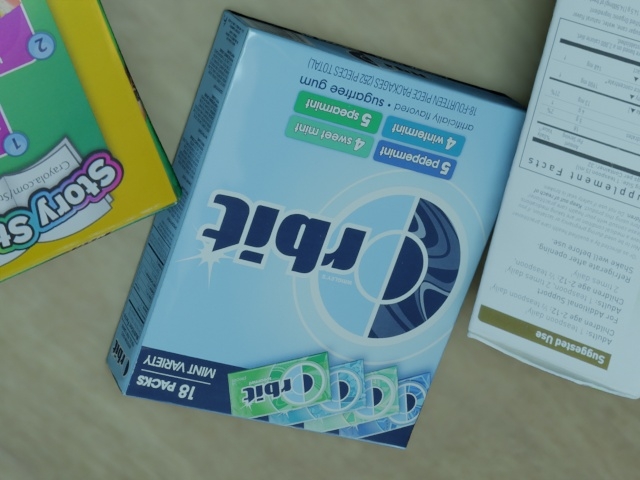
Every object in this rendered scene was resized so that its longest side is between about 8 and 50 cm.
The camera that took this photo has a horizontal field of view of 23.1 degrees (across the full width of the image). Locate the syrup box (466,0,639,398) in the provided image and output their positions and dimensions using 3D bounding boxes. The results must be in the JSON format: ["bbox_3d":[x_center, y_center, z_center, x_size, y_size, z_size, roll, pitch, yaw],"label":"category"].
[{"bbox_3d":[0.154,-0.054,0.743,0.093,0.096,0.237,-18,124,-61],"label":"syrup box"}]

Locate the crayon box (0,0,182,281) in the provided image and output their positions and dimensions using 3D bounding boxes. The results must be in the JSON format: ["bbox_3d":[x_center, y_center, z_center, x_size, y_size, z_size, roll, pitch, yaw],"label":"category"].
[{"bbox_3d":[-0.216,-0.042,0.639,0.278,0.081,0.165,-24,117,-10],"label":"crayon box"}]

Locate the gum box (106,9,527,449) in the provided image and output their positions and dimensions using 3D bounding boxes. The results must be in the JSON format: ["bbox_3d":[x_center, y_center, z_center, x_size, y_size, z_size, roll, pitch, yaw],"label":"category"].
[{"bbox_3d":[0.000,0.000,0.757,0.157,0.041,0.184,14,105,-25],"label":"gum box"}]
